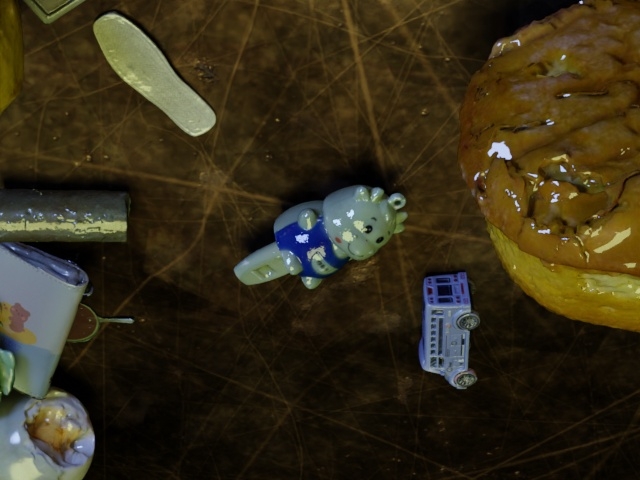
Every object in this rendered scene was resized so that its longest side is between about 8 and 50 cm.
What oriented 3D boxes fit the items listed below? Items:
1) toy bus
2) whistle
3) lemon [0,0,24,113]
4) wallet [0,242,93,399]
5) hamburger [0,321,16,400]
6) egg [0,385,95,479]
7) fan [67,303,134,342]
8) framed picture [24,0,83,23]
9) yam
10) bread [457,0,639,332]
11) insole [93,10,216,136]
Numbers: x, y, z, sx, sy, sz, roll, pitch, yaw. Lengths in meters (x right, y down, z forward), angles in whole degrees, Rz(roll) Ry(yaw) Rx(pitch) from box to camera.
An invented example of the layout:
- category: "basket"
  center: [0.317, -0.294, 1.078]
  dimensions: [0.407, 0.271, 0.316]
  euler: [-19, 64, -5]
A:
- category: "toy bus"
  center: [0.170, 0.123, 1.724]
  dimensions: [0.076, 0.073, 0.167]
  euler: [-2, 132, 0]
- category: "whistle"
  center: [0.000, 0.000, 1.593]
  dimensions: [0.244, 0.092, 0.110]
  euler: [-26, 139, 21]
- category: "lemon"
  center: [-0.436, -0.198, 1.301]
  dimensions: [0.260, 0.260, 0.284]
  euler: [27, 158, -23]
- category: "wallet"
  center: [-0.400, 0.092, 1.702]
  dimensions: [0.170, 0.069, 0.231]
  euler: [28, 127, -1]
- category: "hamburger"
  center: [-0.534, 0.144, 1.651]
  dimensions: [0.260, 0.150, 0.276]
  euler: [-20, 110, 33]
- category: "egg"
  center: [-0.431, 0.300, 1.826]
  dimensions: [0.217, 0.183, 0.183]
  euler: [-27, 128, 37]
- category: "fan"
  center: [-0.319, 0.109, 1.760]
  dimensions: [0.133, 0.005, 0.085]
  euler: [-2, 133, 4]
- category: "framed picture"
  center: [-0.285, -0.330, 1.316]
  dimensions: [0.150, 0.015, 0.203]
  euler: [-30, 129, 15]
- category: "yam"
  center: [-0.318, -0.031, 1.587]
  dimensions: [0.169, 0.068, 0.068]
  euler: [0, 134, -5]
- category: "bread"
  center: [0.337, -0.082, 1.336]
  dimensions: [0.398, 0.398, 0.215]
  euler: [-4, 142, 4]
- category: "insole"
  center: [-0.189, -0.187, 1.474]
  dimensions: [0.063, 0.010, 0.192]
  euler: [-27, 127, 24]
